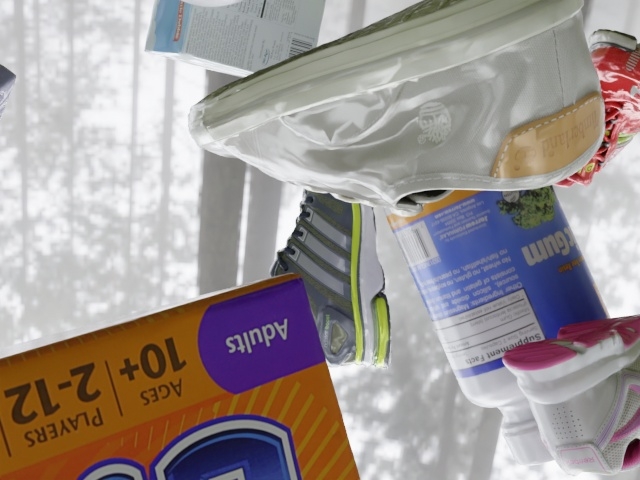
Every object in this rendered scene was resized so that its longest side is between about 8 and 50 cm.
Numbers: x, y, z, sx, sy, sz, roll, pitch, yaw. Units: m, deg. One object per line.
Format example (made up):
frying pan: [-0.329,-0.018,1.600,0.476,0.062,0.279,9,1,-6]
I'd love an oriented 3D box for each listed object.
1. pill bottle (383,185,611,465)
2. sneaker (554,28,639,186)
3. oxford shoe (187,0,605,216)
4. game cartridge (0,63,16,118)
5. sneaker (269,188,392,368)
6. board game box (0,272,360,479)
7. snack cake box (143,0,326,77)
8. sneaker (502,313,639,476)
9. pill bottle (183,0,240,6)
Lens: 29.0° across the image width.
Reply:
pill bottle: [0.176,0.058,1.128,0.152,0.272,0.152,-24,179,-1]
sneaker: [0.271,-0.111,1.186,0.107,0.118,0.279,26,168,2]
oxford shoe: [0.030,-0.080,0.844,0.169,0.130,0.449,-30,-168,-23]
game cartridge: [-0.401,-0.009,1.106,0.068,0.230,0.355,27,-149,2]
sneaker: [0.000,0.000,1.343,0.121,0.300,0.111,-10,176,-3]
board game box: [-0.199,0.251,0.685,0.356,0.356,0.356,-16,180,-41]
snack cake box: [-0.068,-0.297,1.230,0.152,0.264,0.089,11,-177,-33]
sneaker: [0.229,0.120,0.970,0.103,0.111,0.252,-13,178,39]
pill bottle: [-0.107,-0.299,0.980,0.161,0.161,0.283,10,170,6]
